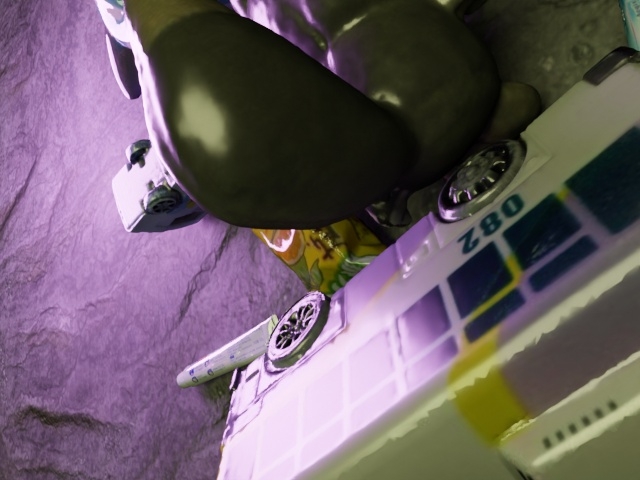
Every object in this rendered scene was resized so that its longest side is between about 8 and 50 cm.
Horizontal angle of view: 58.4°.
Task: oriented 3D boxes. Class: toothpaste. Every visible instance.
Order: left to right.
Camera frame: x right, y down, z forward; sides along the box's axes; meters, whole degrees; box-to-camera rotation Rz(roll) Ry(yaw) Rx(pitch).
[{"bbox_3d":[-0.132,0.170,0.828,0.218,0.033,0.052,-31,73,31],"label":"toothpaste"}]

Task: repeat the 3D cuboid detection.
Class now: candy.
[{"bbox_3d":[0.000,0.000,0.676,0.297,0.081,0.187,52,138,25],"label":"candy"}]

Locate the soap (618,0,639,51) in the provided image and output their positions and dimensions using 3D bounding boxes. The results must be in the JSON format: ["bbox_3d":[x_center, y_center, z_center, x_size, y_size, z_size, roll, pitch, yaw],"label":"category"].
[{"bbox_3d":[0.313,-0.263,0.455,0.156,0.077,0.294,-14,79,38],"label":"soap"}]

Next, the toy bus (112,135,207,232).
[{"bbox_3d":[-0.153,-0.132,0.788,0.329,0.136,0.109,-38,68,31],"label":"toy bus"}]

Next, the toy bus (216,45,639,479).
[{"bbox_3d":[0.132,0.097,0.421,0.440,0.209,0.249,-42,19,20],"label":"toy bus"}]

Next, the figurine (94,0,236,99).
[{"bbox_3d":[-0.155,-0.357,0.755,0.361,0.266,0.378,24,128,51],"label":"figurine"}]

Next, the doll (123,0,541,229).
[{"bbox_3d":[0.002,-0.207,0.518,0.252,0.378,0.382,-46,72,30],"label":"doll"}]
